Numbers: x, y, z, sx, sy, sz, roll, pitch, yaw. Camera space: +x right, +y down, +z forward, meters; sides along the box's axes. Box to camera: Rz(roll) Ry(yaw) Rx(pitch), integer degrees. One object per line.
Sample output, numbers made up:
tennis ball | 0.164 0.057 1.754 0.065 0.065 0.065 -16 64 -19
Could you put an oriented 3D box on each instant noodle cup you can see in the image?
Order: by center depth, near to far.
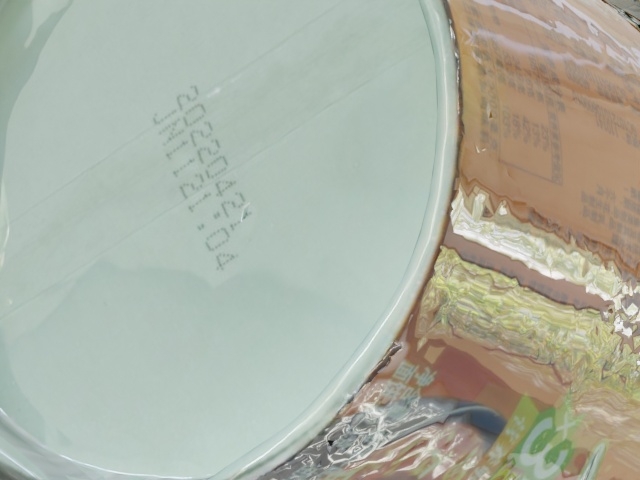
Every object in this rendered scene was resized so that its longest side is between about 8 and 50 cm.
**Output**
instant noodle cup | 0.000 0.000 0.474 0.230 0.230 0.182 -7 -15 27
